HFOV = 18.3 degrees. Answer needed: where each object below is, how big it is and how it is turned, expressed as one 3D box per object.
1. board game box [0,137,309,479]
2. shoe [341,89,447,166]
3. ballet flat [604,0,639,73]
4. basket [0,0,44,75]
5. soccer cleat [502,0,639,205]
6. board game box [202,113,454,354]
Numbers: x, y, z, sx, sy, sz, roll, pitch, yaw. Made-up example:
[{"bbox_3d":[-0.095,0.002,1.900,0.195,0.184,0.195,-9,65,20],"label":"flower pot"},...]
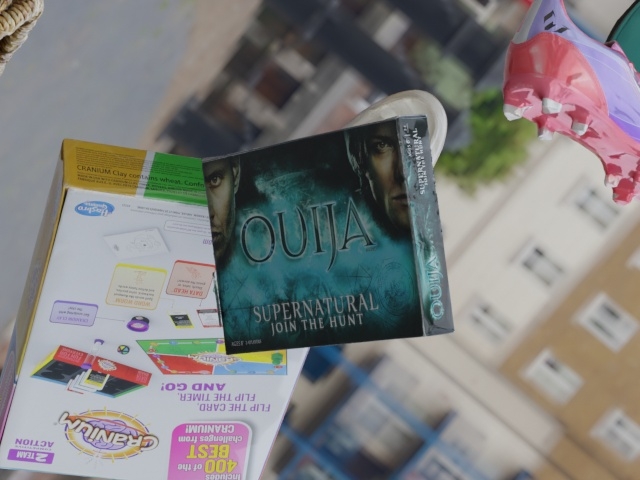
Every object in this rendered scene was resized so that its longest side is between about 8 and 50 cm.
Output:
[{"bbox_3d":[-0.131,0.073,1.669,0.064,0.242,0.316,-102,-154,-50],"label":"board game box"},{"bbox_3d":[0.017,-0.031,1.480,0.219,0.076,0.058,-44,-175,-11],"label":"shoe"},{"bbox_3d":[0.341,-0.206,1.652,0.280,0.095,0.096,-46,162,-5],"label":"ballet flat"},{"bbox_3d":[-0.404,-0.118,1.763,0.299,0.223,0.213,-38,-146,56],"label":"basket"},{"bbox_3d":[0.225,-0.092,1.472,0.083,0.248,0.095,-2,-113,46],"label":"soccer cleat"},{"bbox_3d":[0.000,0.000,1.178,0.026,0.126,0.186,-6,178,-40],"label":"board game box"}]
